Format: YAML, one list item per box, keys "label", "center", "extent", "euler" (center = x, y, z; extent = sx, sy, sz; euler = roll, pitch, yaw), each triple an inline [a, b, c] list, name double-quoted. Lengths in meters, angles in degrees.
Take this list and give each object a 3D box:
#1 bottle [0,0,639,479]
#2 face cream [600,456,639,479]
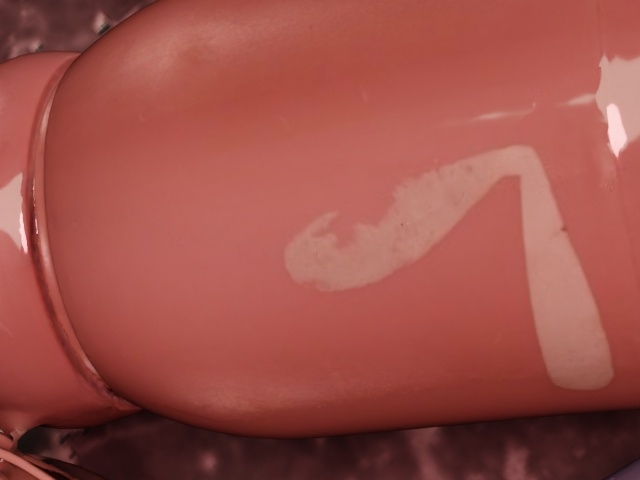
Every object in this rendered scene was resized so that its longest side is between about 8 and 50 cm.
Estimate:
- label: "bottle"
  center: [0.000, 0.000, 0.547]
  extent: [0.297, 0.173, 0.206]
  euler: [-8, 71, 18]
- label: "face cream"
  center: [0.186, 0.081, 0.522]
  extent: [0.385, 0.086, 0.135]
  euler: [-28, 60, -4]
